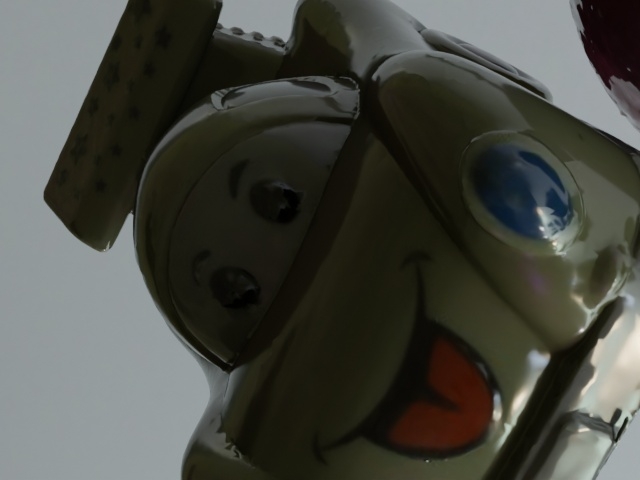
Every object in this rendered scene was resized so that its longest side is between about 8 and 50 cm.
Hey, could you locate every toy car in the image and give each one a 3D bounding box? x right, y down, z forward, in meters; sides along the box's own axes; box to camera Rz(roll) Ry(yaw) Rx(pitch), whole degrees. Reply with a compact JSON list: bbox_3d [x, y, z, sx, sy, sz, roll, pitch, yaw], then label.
[{"bbox_3d":[0.000,0.000,0.627,0.242,0.226,0.336,-62,-161,14],"label":"toy car"}]

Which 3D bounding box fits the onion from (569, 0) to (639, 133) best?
[{"bbox_3d":[0.244,-0.205,0.597,0.345,0.358,0.358,39,-32,-11],"label":"onion"}]
